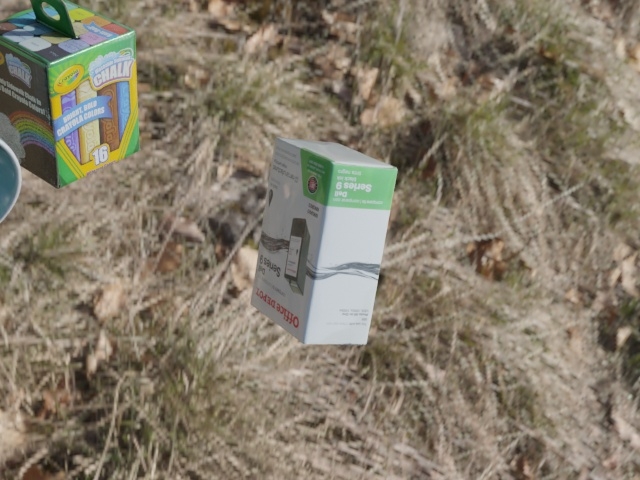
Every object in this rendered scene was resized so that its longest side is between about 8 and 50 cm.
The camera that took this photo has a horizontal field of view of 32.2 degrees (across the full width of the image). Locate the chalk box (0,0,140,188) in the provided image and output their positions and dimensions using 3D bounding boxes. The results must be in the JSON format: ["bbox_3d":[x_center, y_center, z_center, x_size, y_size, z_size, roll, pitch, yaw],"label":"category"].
[{"bbox_3d":[-0.414,-0.266,1.770,0.180,0.289,0.179,29,41,29],"label":"chalk box"}]

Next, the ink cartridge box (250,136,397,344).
[{"bbox_3d":[0.000,0.000,1.754,0.121,0.289,0.211,3,13,-28],"label":"ink cartridge box"}]

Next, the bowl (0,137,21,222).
[{"bbox_3d":[-0.603,-0.113,1.582,0.311,0.311,0.163,-18,59,-22],"label":"bowl"}]
